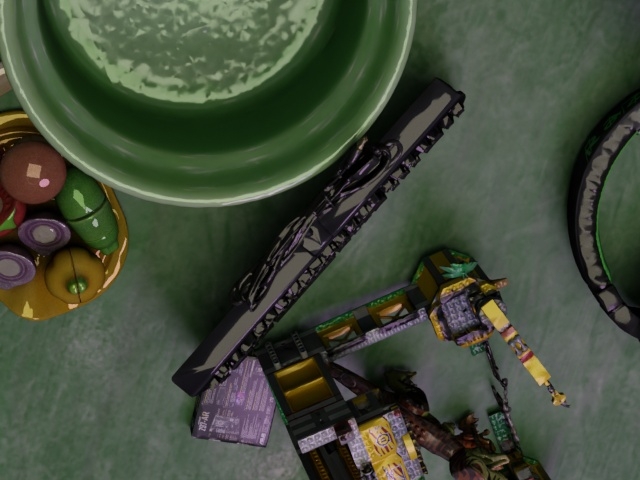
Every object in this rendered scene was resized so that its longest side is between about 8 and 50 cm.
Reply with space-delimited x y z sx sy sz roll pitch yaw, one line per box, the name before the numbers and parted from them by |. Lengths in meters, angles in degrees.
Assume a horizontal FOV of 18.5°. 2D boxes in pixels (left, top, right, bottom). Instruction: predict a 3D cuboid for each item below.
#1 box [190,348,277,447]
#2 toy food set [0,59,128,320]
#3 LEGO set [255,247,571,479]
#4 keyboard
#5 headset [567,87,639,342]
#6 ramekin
box | -0.070 0.132 1.663 0.067 0.018 0.083 9 110 -13
toy food set | -0.231 -0.028 1.543 0.128 0.071 0.218 -24 113 1
LEGO set | 0.094 0.190 1.609 0.255 0.192 0.331 -15 115 -8
keyboard | 0.000 0.000 1.525 0.033 0.201 0.317 42 97 10
headset | 0.371 0.035 1.661 0.243 0.185 0.394 -36 98 4
ramekin | -0.090 -0.190 1.460 0.303 0.148 0.303 -3 112 -9
